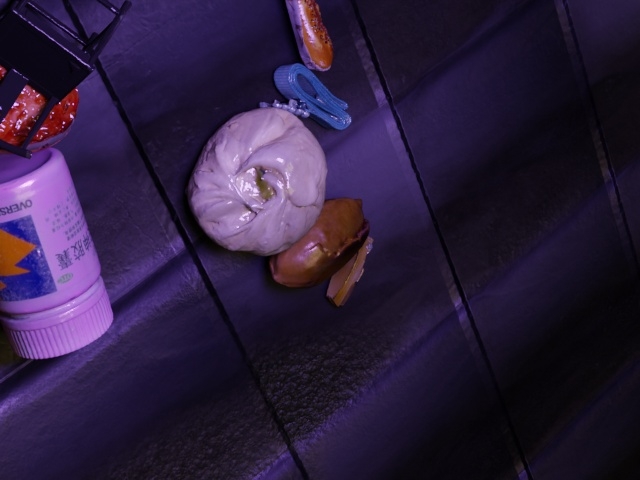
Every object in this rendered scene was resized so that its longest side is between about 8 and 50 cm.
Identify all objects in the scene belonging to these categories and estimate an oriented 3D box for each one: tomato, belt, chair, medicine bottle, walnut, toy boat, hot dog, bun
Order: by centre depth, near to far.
[{"bbox_3d":[-0.410,-0.271,1.701,0.154,0.141,0.260,36,55,-20],"label":"chair"},{"bbox_3d":[-0.459,-0.198,1.777,0.174,0.082,0.166,8,70,-36],"label":"tomato"},{"bbox_3d":[-0.438,0.018,1.801,0.178,0.178,0.291,-27,117,-29],"label":"medicine bottle"},{"bbox_3d":[-0.098,-0.091,2.014,0.259,0.160,0.259,-4,103,-18],"label":"bun"},{"bbox_3d":[-0.019,-0.388,2.060,0.108,0.059,0.191,-69,143,-62],"label":"hot dog"},{"bbox_3d":[-0.019,-0.242,2.120,0.179,0.065,0.100,32,73,-38],"label":"belt"},{"bbox_3d":[0.000,0.000,2.160,0.245,0.137,0.137,-40,123,-22],"label":"walnut"},{"bbox_3d":[0.057,0.057,2.270,0.049,0.047,0.149,27,89,-52],"label":"toy boat"}]
